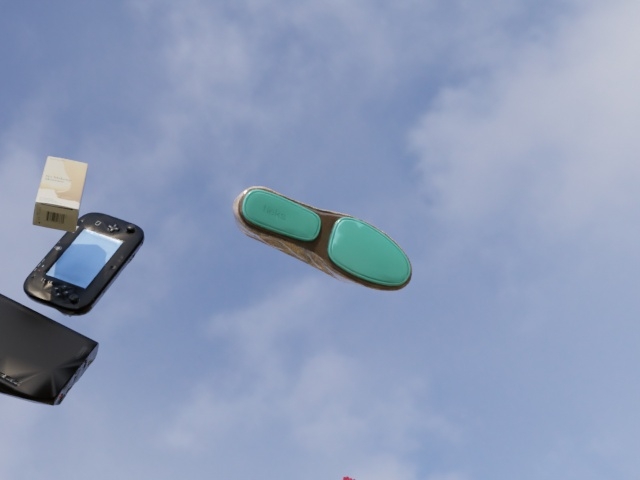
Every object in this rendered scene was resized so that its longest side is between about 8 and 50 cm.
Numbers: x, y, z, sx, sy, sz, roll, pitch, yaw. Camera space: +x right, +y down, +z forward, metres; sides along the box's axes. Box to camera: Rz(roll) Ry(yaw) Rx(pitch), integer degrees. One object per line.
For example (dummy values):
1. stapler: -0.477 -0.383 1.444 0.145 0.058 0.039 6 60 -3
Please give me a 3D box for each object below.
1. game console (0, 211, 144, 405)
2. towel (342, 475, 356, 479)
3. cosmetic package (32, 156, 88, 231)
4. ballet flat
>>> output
1. game console: -0.375 0.071 1.596 0.361 0.213 0.044 -59 -8 -48
2. towel: 0.018 0.637 2.368 0.275 0.031 0.198 -59 -26 -48
3. cosmetic package: -0.353 -0.064 1.586 0.060 0.115 0.041 10 -55 -12
4. ballet flat: 0.000 0.000 1.921 0.107 0.316 0.106 -66 9 -21
